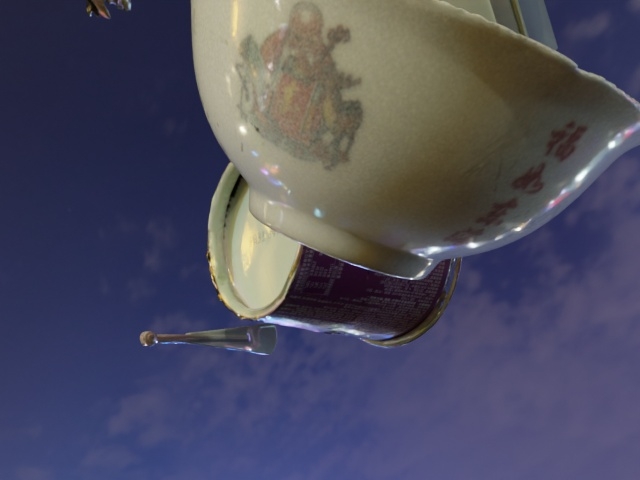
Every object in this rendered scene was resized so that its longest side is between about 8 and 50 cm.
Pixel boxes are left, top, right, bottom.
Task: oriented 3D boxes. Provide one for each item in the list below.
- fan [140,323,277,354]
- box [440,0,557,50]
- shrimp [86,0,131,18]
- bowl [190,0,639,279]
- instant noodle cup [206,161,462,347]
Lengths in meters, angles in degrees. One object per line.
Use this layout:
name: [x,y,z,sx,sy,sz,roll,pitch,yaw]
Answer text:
fan: [-0.174,0.166,1.129,0.023,0.057,0.282,9,2,42]
box: [0.240,-0.377,1.146,0.225,0.117,0.225,-8,-65,41]
shrimp: [-0.320,-0.443,0.859,0.068,0.287,0.185,-22,-11,-11]
bowl: [0.051,-0.086,0.637,0.435,0.435,0.196,16,-81,-27]
instant noodle cup: [0.000,0.000,1.038,0.266,0.339,0.340,4,-37,-37]
